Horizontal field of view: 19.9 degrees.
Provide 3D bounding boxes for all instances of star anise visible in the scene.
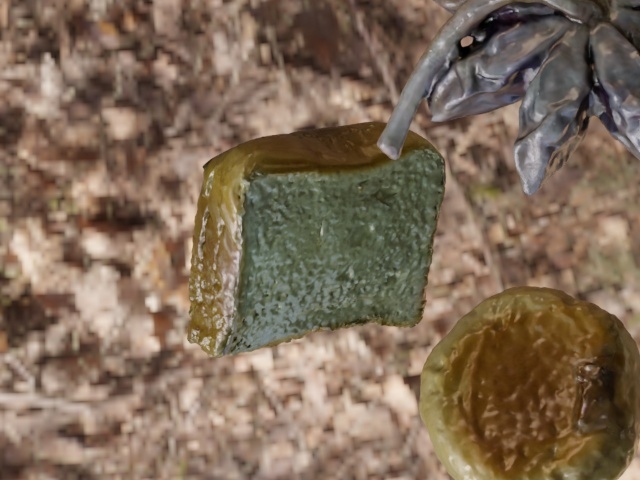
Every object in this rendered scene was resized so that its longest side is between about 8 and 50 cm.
[{"bbox_3d":[0.149,-0.127,1.121,0.262,0.230,0.081,-24,167,0],"label":"star anise"}]

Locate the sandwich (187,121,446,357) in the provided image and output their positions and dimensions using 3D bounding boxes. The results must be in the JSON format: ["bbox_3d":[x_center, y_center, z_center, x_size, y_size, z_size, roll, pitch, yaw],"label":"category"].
[{"bbox_3d":[0.000,0.000,1.781,0.251,0.087,0.226,-10,119,-31],"label":"sandwich"}]

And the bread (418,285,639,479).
[{"bbox_3d":[0.222,0.170,1.865,0.244,0.244,0.134,-12,153,4],"label":"bread"}]
